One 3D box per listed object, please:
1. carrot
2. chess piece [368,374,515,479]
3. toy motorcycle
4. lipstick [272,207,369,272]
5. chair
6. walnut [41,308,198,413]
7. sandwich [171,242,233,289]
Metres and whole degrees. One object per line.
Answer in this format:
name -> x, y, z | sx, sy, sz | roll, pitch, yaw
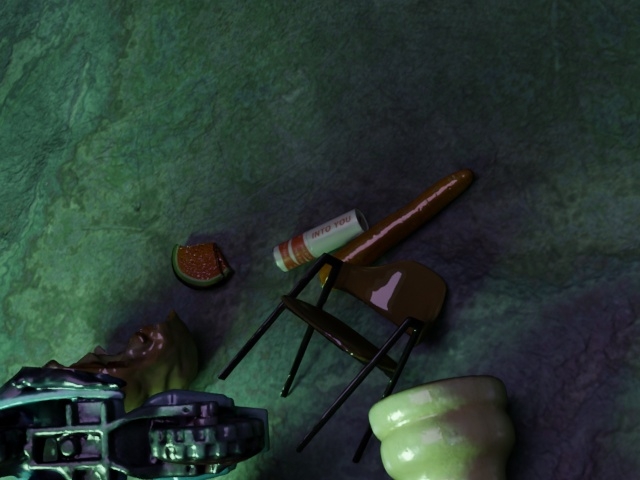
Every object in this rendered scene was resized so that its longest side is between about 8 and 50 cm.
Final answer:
carrot -> 0.096, -0.015, 1.547 | 0.248, 0.043, 0.043 | -37, 56, 11
chess piece -> 0.160, 0.312, 1.314 | 0.167, 0.167, 0.300 | -21, 68, 23
toy motorcycle -> -0.255, 0.224, 1.390 | 0.416, 0.232, 0.172 | -6, 85, 12
lipstick -> 0.000, 0.000, 1.597 | 0.130, 0.038, 0.038 | -26, 60, 20
chair -> 0.030, 0.122, 1.465 | 0.158, 0.172, 0.247 | 36, 98, 37
walnut -> -0.281, 0.202, 1.597 | 0.238, 0.204, 0.141 | -29, 80, 25
sandwich -> -0.167, 0.038, 1.692 | 0.101, 0.026, 0.069 | -3, 65, 27
